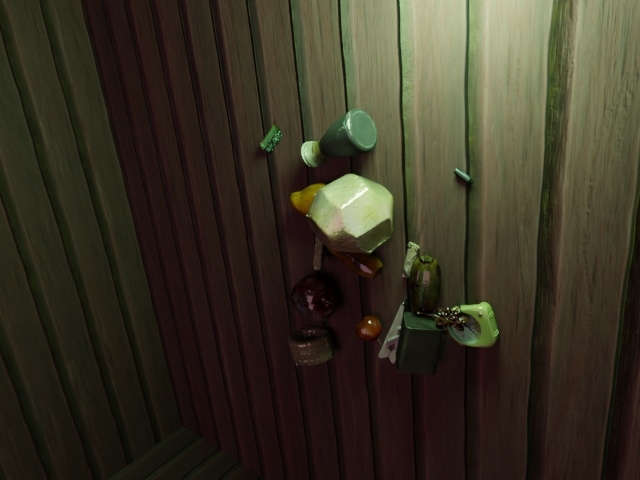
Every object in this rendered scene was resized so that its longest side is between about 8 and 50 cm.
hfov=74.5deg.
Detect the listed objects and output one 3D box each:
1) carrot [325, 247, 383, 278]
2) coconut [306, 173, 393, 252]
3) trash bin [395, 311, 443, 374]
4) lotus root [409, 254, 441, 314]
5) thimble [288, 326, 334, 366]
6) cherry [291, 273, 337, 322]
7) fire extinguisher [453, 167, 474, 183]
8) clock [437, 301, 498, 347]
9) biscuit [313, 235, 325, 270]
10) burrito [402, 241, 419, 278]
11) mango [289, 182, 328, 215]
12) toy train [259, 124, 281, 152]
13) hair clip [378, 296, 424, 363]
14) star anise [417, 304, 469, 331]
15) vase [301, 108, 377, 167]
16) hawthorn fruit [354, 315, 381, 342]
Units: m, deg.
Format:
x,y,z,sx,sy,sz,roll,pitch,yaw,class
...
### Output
x,y,z,sx,sy,sz,roll,pitch,yaw,class
0.139,0.062,1.889,0.302,0.114,0.114,35,126,26,carrot
0.137,-0.099,1.702,0.352,0.352,0.352,16,116,35,coconut
0.412,0.426,1.748,0.164,0.122,0.240,5,120,3,trash bin
0.420,0.173,1.694,0.124,0.123,0.241,3,108,8,lotus root
-0.047,0.547,2.184,0.229,0.196,0.148,-11,104,11,thimble
-0.036,0.281,2.060,0.300,0.203,0.230,-9,108,50,cherry
0.519,-0.227,1.520,0.083,0.025,0.038,42,166,19,fire extinguisher
0.571,0.331,1.666,0.232,0.069,0.170,-10,101,43,clock
0.000,0.000,1.946,0.052,0.150,0.252,9,120,4,biscuit
0.374,0.088,1.753,0.051,0.042,0.171,22,117,28,burrito
-0.022,-0.185,1.931,0.262,0.109,0.157,4,122,40,mango
-0.238,-0.488,2.034,0.071,0.038,0.148,54,131,9,toy train
0.350,0.403,1.859,0.101,0.085,0.331,23,118,8,hair clip
0.474,0.297,1.635,0.191,0.070,0.097,8,122,27,star anise
0.064,-0.406,1.745,0.321,0.173,0.173,-12,99,48,vase
0.231,0.408,1.948,0.140,0.125,0.125,14,116,22,hawthorn fruit
